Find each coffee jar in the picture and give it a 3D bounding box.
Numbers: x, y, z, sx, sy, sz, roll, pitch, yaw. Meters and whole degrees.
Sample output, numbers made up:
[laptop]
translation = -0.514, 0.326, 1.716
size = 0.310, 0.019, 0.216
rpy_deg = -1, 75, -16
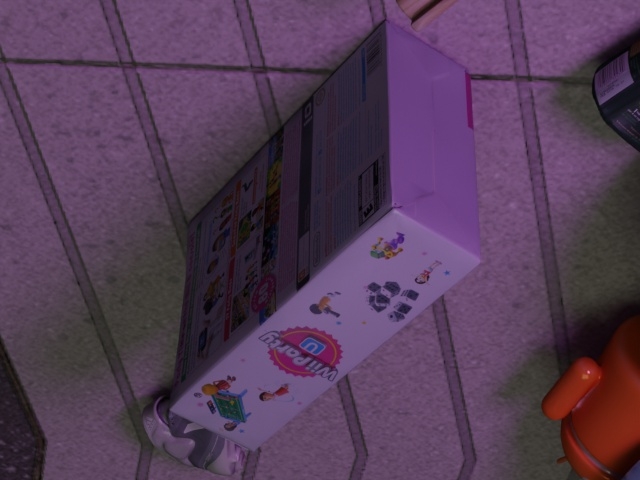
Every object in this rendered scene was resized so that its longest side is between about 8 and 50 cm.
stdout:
[coffee jar]
translation = 0.312, -0.147, 1.488
size = 0.096, 0.079, 0.184
rpy_deg = 36, 128, -23

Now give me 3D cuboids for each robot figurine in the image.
[robot figurine]
translation = 0.306, 0.156, 1.747
size = 0.158, 0.128, 0.219
rpy_deg = -18, 147, -37

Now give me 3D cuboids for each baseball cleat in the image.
[baseball cleat]
translation = -0.124, 0.157, 1.825
size = 0.109, 0.072, 0.206
rpy_deg = 6, 131, 8

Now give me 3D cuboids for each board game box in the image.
[board game box]
translation = 0.000, 0.000, 1.557
size = 0.097, 0.224, 0.303
rpy_deg = 29, 130, -25

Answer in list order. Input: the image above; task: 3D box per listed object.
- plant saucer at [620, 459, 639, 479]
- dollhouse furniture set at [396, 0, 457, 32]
[plant saucer]
translation = 0.408, 0.227, 1.765
size = 0.317, 0.044, 0.318
rpy_deg = -19, 144, -14
[dollhouse furniture set]
translation = 0.073, -0.255, 1.379
size = 0.123, 0.144, 0.151
rpy_deg = -36, 107, 27
